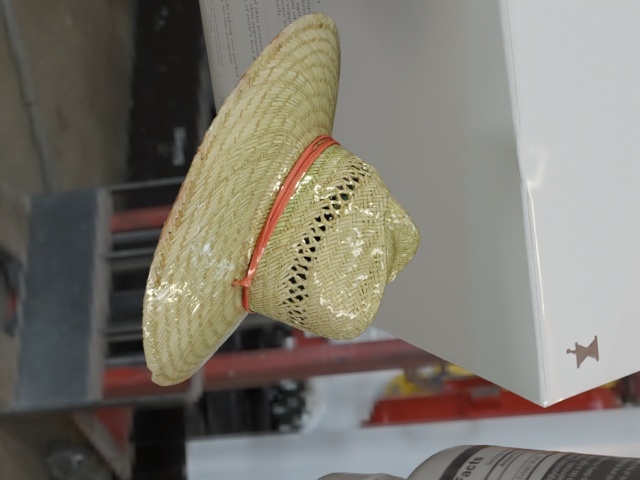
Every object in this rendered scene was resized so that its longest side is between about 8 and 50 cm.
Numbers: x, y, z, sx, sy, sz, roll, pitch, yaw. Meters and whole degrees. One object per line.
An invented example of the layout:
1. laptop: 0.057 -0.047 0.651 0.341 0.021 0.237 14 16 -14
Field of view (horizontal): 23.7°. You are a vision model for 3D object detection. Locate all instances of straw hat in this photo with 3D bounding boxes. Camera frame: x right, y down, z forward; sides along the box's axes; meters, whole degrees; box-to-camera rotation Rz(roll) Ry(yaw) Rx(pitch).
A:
1. straw hat: 0.000 0.000 0.518 0.144 0.061 0.144 -57 165 -25

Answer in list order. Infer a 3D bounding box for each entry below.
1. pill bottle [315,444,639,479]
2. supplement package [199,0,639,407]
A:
1. pill bottle: 0.138 0.211 0.885 0.176 0.318 0.176 0 90 -58
2. supplement package: 0.091 -0.079 0.686 0.262 0.198 0.199 22 -56 59
